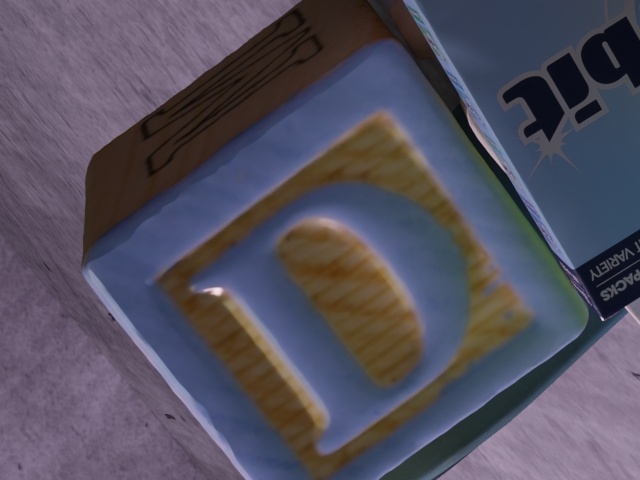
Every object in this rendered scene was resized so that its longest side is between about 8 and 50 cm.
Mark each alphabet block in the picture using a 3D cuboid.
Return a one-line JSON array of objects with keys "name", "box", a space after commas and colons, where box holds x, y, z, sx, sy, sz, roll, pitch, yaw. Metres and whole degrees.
[{"name": "alphabet block", "box": [0.000, 0.000, 1.056, 0.192, 0.193, 0.197, 55, -176, -17]}]

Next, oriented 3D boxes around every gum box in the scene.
[{"name": "gum box", "box": [0.133, -0.086, 0.814, 0.184, 0.157, 0.041, 57, -179, -15]}]

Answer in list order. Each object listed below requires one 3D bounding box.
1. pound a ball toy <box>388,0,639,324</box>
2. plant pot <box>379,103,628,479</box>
[{"name": "pound a ball toy", "box": [0.182, -0.032, 0.961, 0.319, 0.136, 0.208, 49, -173, -4]}, {"name": "plant pot", "box": [0.055, 0.068, 1.260, 0.166, 0.234, 0.165, 45, 163, 6]}]
